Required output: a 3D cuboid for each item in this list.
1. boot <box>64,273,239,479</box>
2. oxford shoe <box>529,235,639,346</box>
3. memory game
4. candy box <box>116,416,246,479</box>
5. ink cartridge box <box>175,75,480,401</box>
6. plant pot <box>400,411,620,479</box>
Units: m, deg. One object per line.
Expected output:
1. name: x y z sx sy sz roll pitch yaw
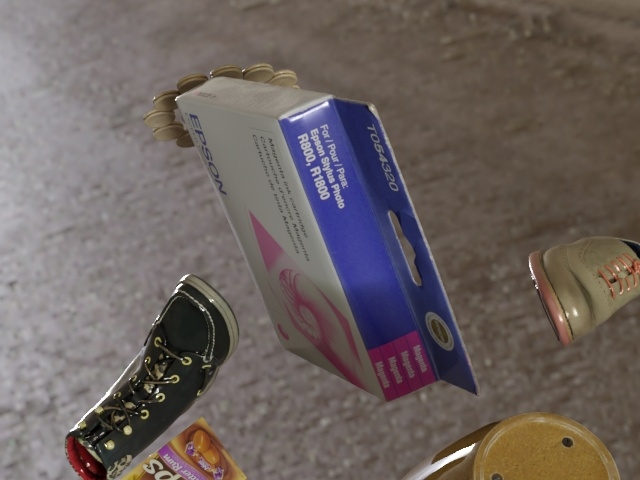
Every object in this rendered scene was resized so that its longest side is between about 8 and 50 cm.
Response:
1. boot: -0.178 0.152 1.699 0.085 0.236 0.178 39 57 11
2. oxford shoe: 0.358 0.046 2.133 0.130 0.123 0.348 -20 7 18
3. memory game: -0.112 -0.154 1.862 0.186 0.012 0.186 -13 -21 -5
4. candy box: -0.197 0.333 2.210 0.053 0.109 0.187 -38 -2 44
5. ink cartridge box: 0.000 0.000 1.653 0.071 0.324 0.330 -30 22 -20
6. plant pot: 0.156 0.248 1.357 0.237 0.254 0.237 4 57 -6
